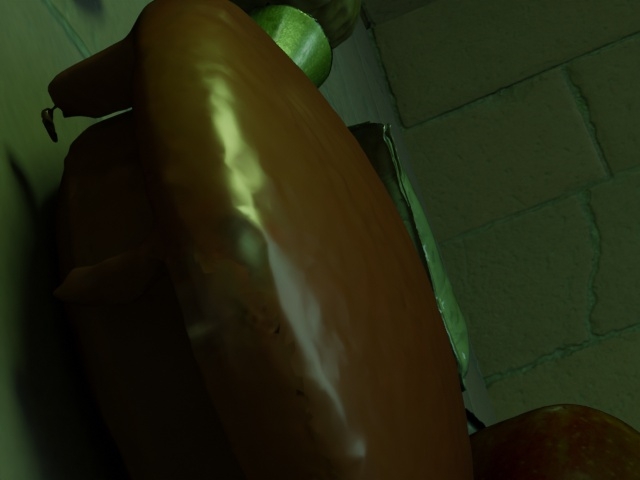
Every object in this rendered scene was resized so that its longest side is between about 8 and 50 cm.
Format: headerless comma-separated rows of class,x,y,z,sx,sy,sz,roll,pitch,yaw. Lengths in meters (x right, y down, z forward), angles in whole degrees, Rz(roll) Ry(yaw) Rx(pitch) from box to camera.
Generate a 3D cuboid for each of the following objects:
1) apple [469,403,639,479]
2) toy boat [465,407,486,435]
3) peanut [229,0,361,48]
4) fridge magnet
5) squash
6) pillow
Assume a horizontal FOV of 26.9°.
apple,0.175,0.278,0.952,0.288,0.288,0.317,66,22,-15
toy boat,0.061,0.167,1.103,0.223,0.097,0.100,32,38,-49
peanut,-0.043,-0.273,1.346,0.174,0.158,0.340,40,-7,22
fridge magnet,-0.018,0.047,0.690,0.363,0.155,0.363,-22,90,-82
squash,-0.053,-0.141,1.224,0.105,0.105,0.132,64,28,-30
pillow,0.011,0.004,0.977,0.302,0.075,0.184,9,-60,68
